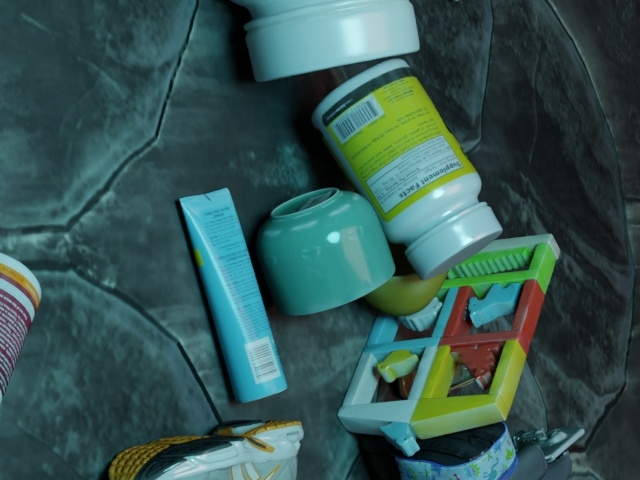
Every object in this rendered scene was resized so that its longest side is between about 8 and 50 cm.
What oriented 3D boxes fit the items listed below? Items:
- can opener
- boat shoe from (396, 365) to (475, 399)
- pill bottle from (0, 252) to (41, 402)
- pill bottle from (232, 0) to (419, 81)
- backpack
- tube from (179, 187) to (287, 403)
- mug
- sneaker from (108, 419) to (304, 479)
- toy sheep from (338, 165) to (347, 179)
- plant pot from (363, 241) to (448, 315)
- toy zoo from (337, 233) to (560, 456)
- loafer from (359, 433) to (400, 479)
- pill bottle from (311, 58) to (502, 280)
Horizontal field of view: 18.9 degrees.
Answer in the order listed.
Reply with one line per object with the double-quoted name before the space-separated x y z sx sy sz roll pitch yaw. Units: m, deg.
"can opener" 0.237 0.292 2.284 0.283 0.076 0.095 -29 106 -55
"boat shoe" 0.137 0.151 2.185 0.153 0.048 0.056 2 81 -57
"pill bottle" -0.282 0.088 1.509 0.086 0.086 0.152 50 43 -40
"pill bottle" -0.017 -0.350 1.916 0.204 0.204 0.361 -19 99 -57
"backpack" 0.147 0.231 2.008 0.105 0.114 0.084 -39 118 -36
"tube" -0.084 0.053 1.867 0.080 0.052 0.207 -18 93 -62
"mug" -0.006 0.004 1.940 0.129 0.157 0.097 -26 105 -21
"sneaker" -0.094 0.237 1.765 0.262 0.099 0.121 -5 92 -57
"toy sheep" 0.055 -0.109 2.083 0.091 0.091 0.132 7 65 -57
"plant pot" 0.084 0.026 2.076 0.095 0.134 0.134 80 25 -44
"toy zoo" 0.134 0.114 2.055 0.030 0.192 0.293 58 39 -34
"loafer" 0.121 0.229 2.126 0.220 0.080 0.078 -11 97 -48
"pill bottle" 0.091 -0.071 1.972 0.208 0.119 0.119 59 32 9
